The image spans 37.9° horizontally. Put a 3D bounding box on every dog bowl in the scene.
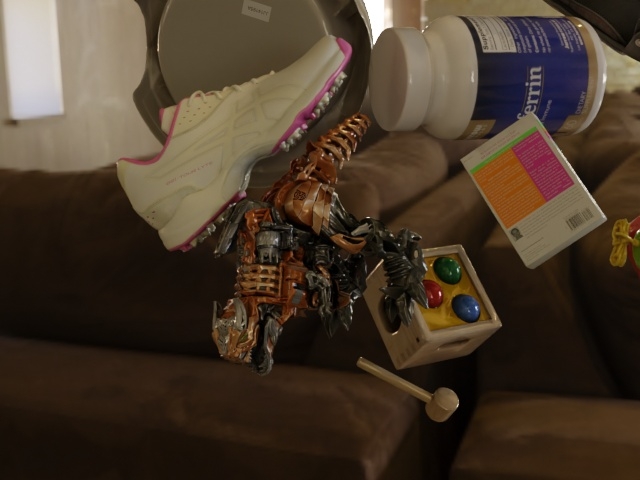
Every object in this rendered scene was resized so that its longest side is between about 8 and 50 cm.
[{"bbox_3d":[-0.088,-0.250,1.229,0.348,0.349,0.102,3,20,20],"label":"dog bowl"}]

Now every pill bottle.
[{"bbox_3d":[0.204,-0.202,1.161,0.264,0.153,0.153,-4,11,-17],"label":"pill bottle"}]

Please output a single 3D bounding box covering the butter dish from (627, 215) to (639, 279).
[{"bbox_3d":[0.584,0.003,1.608,0.159,0.160,0.118,-31,21,-8],"label":"butter dish"}]

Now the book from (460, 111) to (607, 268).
[{"bbox_3d":[0.230,-0.055,1.014,0.096,0.144,0.035,-36,-25,20],"label":"book"}]

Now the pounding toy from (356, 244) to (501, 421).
[{"bbox_3d":[0.136,0.117,1.180,0.181,0.206,0.094,-7,-30,-32],"label":"pounding toy"}]

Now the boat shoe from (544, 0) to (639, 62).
[{"bbox_3d":[0.399,-0.310,1.256,0.095,0.112,0.335,-16,45,-38],"label":"boat shoe"}]

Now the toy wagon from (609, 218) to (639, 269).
[{"bbox_3d":[0.567,0.044,1.304,0.344,0.267,0.068,16,-16,-16],"label":"toy wagon"}]

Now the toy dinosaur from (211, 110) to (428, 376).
[{"bbox_3d":[0.000,0.000,1.009,0.218,0.322,0.164,36,-9,-28],"label":"toy dinosaur"}]

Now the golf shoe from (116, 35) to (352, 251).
[{"bbox_3d":[-0.095,-0.132,1.034,0.306,0.140,0.115,-47,1,-6],"label":"golf shoe"}]
